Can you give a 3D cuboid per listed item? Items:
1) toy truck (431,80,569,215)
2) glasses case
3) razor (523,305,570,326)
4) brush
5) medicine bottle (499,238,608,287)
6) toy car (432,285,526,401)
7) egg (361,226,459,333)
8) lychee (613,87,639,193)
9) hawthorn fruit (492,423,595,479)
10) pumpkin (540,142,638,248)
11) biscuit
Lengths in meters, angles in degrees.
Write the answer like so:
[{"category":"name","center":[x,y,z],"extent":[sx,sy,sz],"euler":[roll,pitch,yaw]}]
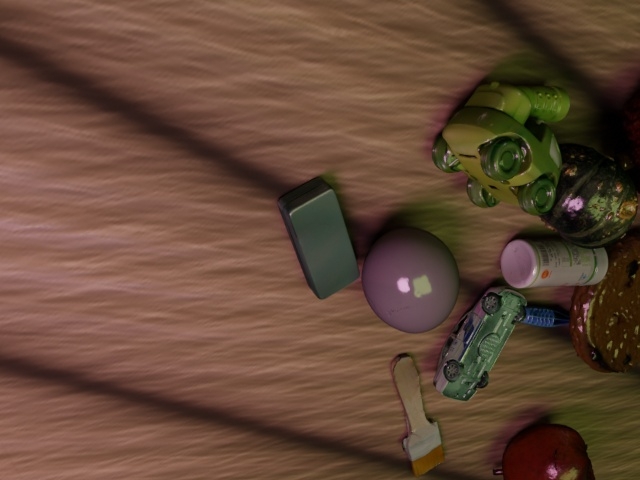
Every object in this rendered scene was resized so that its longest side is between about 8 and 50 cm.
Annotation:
[{"category":"toy truck","center":[0.273,-0.153,1.307],"extent":[0.187,0.148,0.210],"euler":[19,89,-37]},{"category":"glasses case","center":[0.000,0.000,1.295],"extent":[0.078,0.039,0.184],"euler":[-30,132,-12]},{"category":"razor","center":[0.469,0.152,1.704],"extent":[0.253,0.042,0.082],"euler":[8,88,-37]},{"category":"brush","center":[0.176,0.323,1.651],"extent":[0.085,0.020,0.336],"euler":[-27,131,-14]},{"category":"medicine bottle","center":[0.407,0.039,1.555],"extent":[0.183,0.086,0.086],"euler":[0,120,-32]},{"category":"toy car","center":[0.275,0.176,1.573],"extent":[0.090,0.076,0.224],"euler":[22,99,-40]},{"category":"egg","center":[0.138,0.063,1.355],"extent":[0.146,0.146,0.198],"euler":[-34,138,-8]},{"category":"lychee","center":[0.601,-0.158,1.440],"extent":[0.271,0.236,0.236],"euler":[-8,127,-6]},{"category":"hawthorn fruit","center":[0.453,0.462,1.829],"extent":[0.202,0.185,0.185],"euler":[-12,137,21]},{"category":"pumpkin","center":[0.412,-0.072,1.412],"extent":[0.190,0.190,0.146],"euler":[17,113,-39]},{"category":"biscuit","center":[0.581,0.118,1.705],"extent":[0.296,0.075,0.296],"euler":[-11,110,-33]}]
